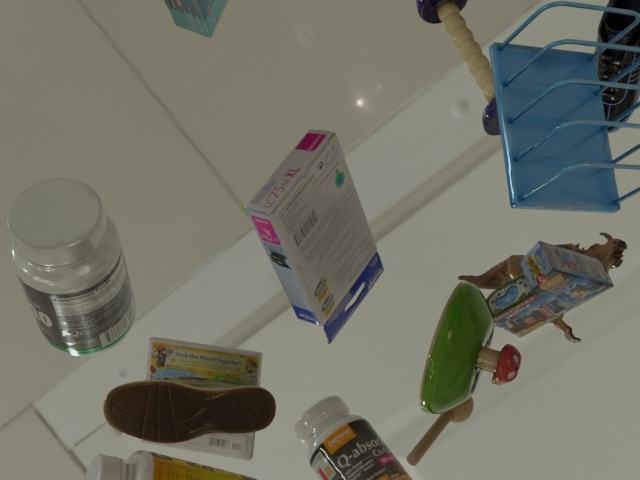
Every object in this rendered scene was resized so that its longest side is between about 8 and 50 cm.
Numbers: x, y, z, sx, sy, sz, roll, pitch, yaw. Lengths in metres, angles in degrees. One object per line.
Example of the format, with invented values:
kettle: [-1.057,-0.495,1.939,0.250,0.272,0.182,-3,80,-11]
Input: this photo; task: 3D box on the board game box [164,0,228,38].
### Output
board game box: [-0.172,-0.553,1.605,0.079,0.336,0.254,22,169,7]

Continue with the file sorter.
file sorter: [0.245,-0.125,0.888,0.118,0.104,0.170,2,-108,-20]

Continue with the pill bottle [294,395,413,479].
pill bottle: [0.071,0.486,2.067,0.278,0.162,0.162,49,-167,29]

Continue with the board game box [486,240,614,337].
board game box: [0.374,0.076,1.607,0.194,0.194,0.060,31,-147,-51]

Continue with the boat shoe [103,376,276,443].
boat shoe: [-0.234,0.292,1.672,0.302,0.109,0.098,2,-177,-20]

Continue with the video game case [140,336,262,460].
video game case: [-0.229,0.301,1.807,0.026,0.226,0.207,-9,-75,-76]

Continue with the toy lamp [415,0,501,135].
toy lamp: [0.199,-0.271,1.287,0.080,0.080,0.275,25,-143,-58]

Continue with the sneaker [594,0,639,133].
sneaker: [0.416,-0.257,1.330,0.081,0.232,0.090,19,-154,26]

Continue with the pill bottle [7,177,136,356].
pill bottle: [-0.483,0.056,1.842,0.361,0.204,0.204,93,156,-53]

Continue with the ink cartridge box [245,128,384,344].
ink cartridge box: [0.000,0.000,1.505,0.065,0.186,0.311,13,143,36]

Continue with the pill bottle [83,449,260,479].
pill bottle: [-0.177,0.324,1.141,0.214,0.117,0.117,20,-151,-21]

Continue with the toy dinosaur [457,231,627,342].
toy dinosaur: [0.420,0.069,1.806,0.127,0.295,0.200,68,-146,-63]

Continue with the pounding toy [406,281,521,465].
pounding toy: [0.209,0.180,1.261,0.110,0.237,0.183,17,-154,19]
